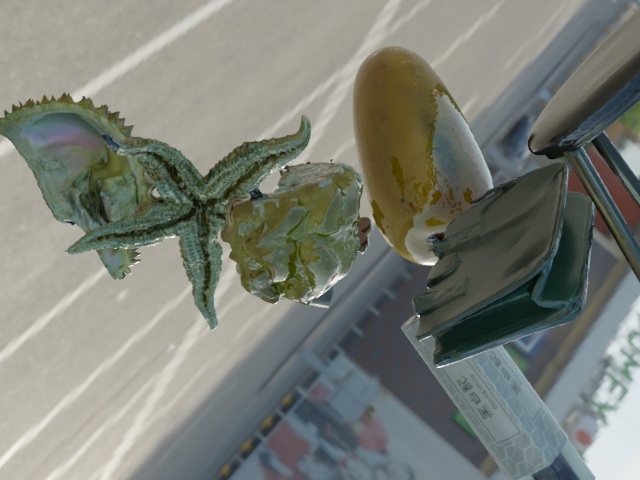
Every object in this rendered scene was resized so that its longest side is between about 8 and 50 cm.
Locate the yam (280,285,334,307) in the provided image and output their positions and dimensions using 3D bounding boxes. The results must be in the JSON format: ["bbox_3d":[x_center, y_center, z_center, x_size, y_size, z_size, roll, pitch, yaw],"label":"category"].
[{"bbox_3d":[-0.042,0.072,1.926,0.054,0.132,0.054,-166,-90,-70],"label":"yam"}]

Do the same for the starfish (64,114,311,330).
[{"bbox_3d":[-0.163,-0.024,1.600,0.347,0.078,0.358,-4,132,-21],"label":"starfish"}]

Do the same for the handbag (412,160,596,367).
[{"bbox_3d":[0.255,0.025,1.691,0.238,0.089,0.326,-27,-159,27],"label":"handbag"}]

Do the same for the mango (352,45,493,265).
[{"bbox_3d":[0.182,-0.167,2.286,0.232,0.446,0.300,-20,162,13],"label":"mango"}]

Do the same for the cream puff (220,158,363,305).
[{"bbox_3d":[-0.018,-0.005,1.199,0.156,0.121,0.156,-34,132,-49],"label":"cream puff"}]

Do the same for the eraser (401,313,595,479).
[{"bbox_3d":[0.300,0.274,2.043,0.096,0.404,0.098,-36,180,36],"label":"eraser"}]

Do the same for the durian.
[{"bbox_3d":[-0.336,-0.095,1.814,0.166,0.306,0.172,-33,-173,-29],"label":"durian"}]

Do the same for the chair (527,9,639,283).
[{"bbox_3d":[0.510,-0.094,1.552,0.362,0.410,0.364,-42,-173,25],"label":"chair"}]

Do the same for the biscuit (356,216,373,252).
[{"bbox_3d":[0.000,0.000,2.372,0.138,0.205,0.031,-75,156,-60],"label":"biscuit"}]
